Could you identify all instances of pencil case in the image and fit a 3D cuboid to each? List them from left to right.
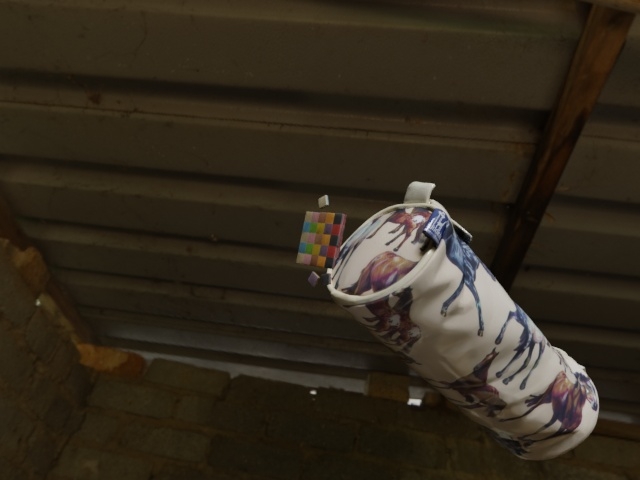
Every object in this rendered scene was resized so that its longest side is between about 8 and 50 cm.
[{"bbox_3d":[0.202,0.121,0.623,0.410,0.160,0.183,44,-95,-22],"label":"pencil case"}]

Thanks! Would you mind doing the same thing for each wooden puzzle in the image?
[{"bbox_3d":[0.000,0.000,0.429,0.006,0.083,0.049,16,-6,-42],"label":"wooden puzzle"}]
